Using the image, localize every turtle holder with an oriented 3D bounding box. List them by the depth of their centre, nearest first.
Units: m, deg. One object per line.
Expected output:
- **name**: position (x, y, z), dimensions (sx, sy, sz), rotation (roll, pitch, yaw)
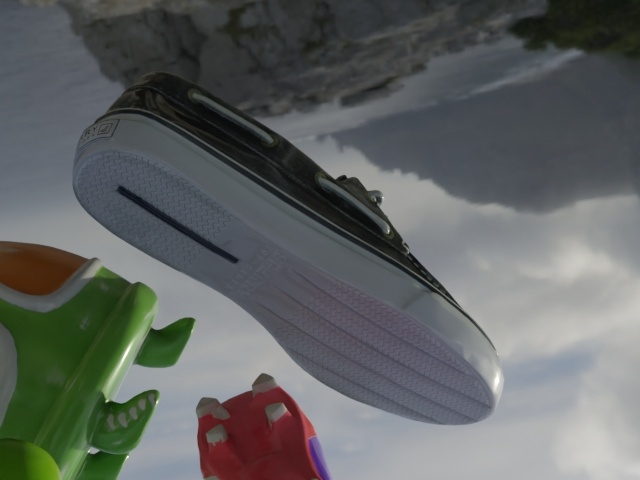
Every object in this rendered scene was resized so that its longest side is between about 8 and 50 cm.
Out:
- **turtle holder**: position (-0.265, 0.144, 0.850), dimensions (0.227, 0.320, 0.243), rotation (27, -145, -5)

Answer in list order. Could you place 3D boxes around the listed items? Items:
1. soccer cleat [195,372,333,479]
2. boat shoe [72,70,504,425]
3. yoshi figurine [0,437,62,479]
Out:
- **soccer cleat**: position (-0.015, 0.159, 0.523), dimensions (0.083, 0.095, 0.248), rotation (-23, -155, -2)
- **boat shoe**: position (0.000, 0.000, 0.707), dimensions (0.121, 0.335, 0.119), rotation (-33, -153, 44)
- **yoshi figurine**: position (-0.266, 0.196, 0.468), dimensions (0.362, 0.203, 0.203), rotation (-13, 177, -38)
